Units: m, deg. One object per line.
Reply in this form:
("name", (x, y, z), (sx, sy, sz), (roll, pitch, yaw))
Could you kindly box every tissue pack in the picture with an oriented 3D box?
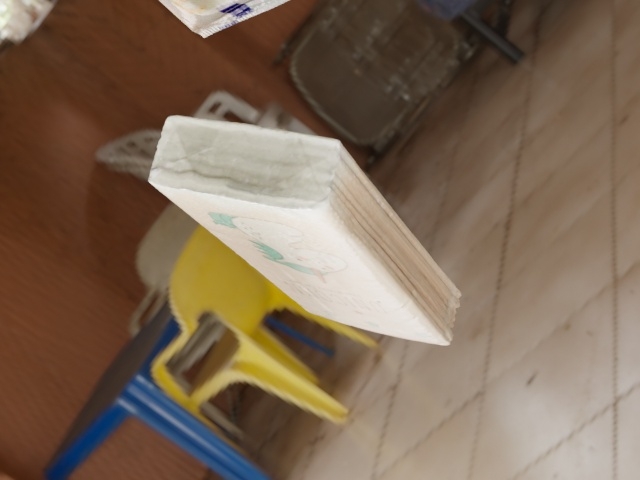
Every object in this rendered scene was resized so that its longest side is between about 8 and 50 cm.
("tissue pack", (0.000, 0.000, 1.043), (0.325, 0.170, 0.071), (44, -121, -57))

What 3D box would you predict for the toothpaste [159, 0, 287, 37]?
("toothpaste", (-0.122, -0.194, 0.644), (0.058, 0.314, 0.056), (30, 89, 36))
